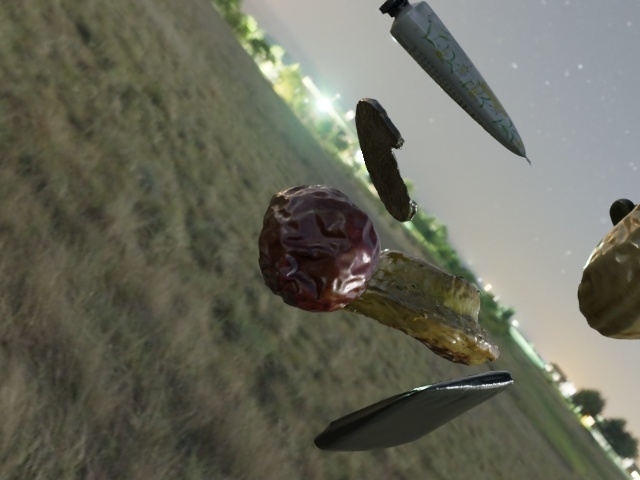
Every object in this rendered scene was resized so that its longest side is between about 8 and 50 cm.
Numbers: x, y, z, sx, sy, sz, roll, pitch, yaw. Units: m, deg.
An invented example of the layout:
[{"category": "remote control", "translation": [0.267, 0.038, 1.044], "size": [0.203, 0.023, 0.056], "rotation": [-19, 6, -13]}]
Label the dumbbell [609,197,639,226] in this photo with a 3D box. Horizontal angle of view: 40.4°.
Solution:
[{"category": "dumbbell", "translation": [0.463, -0.043, 1.218], "size": [0.046, 0.118, 0.052], "rotation": [128, -54, -64]}]

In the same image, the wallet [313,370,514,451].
[{"category": "wallet", "translation": [0.117, 0.217, 1.121], "size": [0.168, 0.245, 0.052], "rotation": [1, 63, -35]}]

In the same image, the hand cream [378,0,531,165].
[{"category": "hand cream", "translation": [0.128, -0.146, 0.785], "size": [0.194, 0.042, 0.067], "rotation": [48, 10, -4]}]

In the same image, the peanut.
[{"category": "peanut", "translation": [0.457, -0.011, 1.120], "size": [0.140, 0.325, 0.153], "rotation": [36, 0, 17]}]

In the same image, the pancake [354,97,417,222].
[{"category": "pancake", "translation": [0.145, -0.179, 1.932], "size": [0.288, 0.033, 0.286], "rotation": [65, -14, 9]}]

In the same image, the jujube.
[{"category": "jujube", "translation": [0.000, 0.000, 1.498], "size": [0.216, 0.216, 0.342], "rotation": [50, 7, -9]}]

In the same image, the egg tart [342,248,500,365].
[{"category": "egg tart", "translation": [0.208, 0.134, 1.940], "size": [0.443, 0.178, 0.443], "rotation": [24, -5, 2]}]
